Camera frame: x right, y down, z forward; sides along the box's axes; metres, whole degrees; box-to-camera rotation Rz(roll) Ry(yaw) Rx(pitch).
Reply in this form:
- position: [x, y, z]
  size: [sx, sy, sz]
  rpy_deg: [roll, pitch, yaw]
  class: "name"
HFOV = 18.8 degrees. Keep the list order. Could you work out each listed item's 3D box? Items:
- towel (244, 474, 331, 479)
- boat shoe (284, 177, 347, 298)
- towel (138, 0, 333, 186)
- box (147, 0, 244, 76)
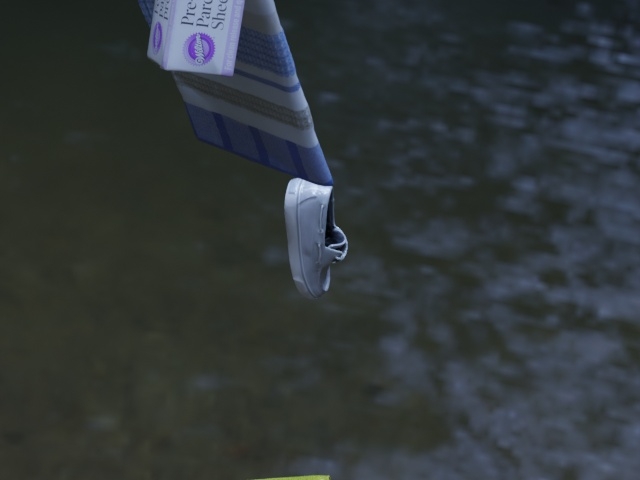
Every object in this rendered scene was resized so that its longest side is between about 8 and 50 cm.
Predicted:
- position: [-0.110, 0.220, 1.393]
  size: [0.237, 0.021, 0.102]
  rpy_deg: [-5, 56, 8]
  class: "towel"
- position: [0.000, 0.000, 2.305]
  size: [0.063, 0.184, 0.066]
  rpy_deg: [5, 39, 15]
  class: "boat shoe"
- position: [-0.094, -0.190, 1.949]
  size: [0.209, 0.285, 0.034]
  rpy_deg: [23, 55, 40]
  class: "towel"
- position: [-0.085, -0.301, 1.619]
  size: [0.067, 0.324, 0.063]
  rpy_deg: [5, 13, -23]
  class: "box"
